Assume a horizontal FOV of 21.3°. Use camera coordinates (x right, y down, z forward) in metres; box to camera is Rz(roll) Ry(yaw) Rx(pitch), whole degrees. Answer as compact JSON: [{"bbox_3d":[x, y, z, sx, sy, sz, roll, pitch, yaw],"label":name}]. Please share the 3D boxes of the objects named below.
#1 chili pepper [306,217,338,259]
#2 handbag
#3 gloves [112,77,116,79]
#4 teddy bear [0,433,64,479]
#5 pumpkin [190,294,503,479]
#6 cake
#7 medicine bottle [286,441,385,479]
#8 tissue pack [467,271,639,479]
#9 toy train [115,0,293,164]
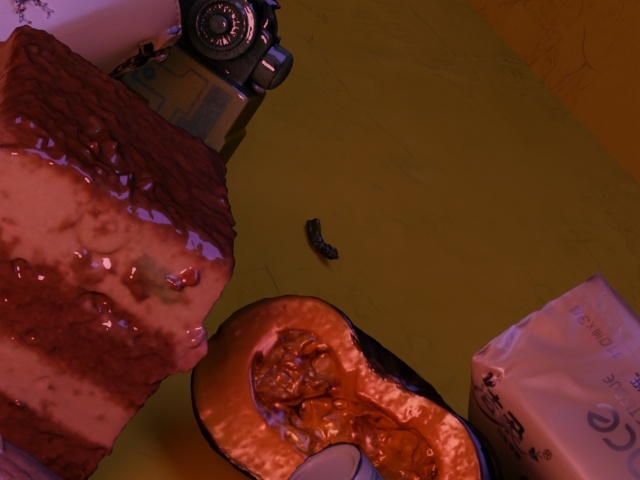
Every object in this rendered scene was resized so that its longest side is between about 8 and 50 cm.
[{"bbox_3d":[0.000,0.000,2.189,0.027,0.022,0.083,20,27,-38],"label":"chili pepper"},{"bbox_3d":[-0.345,-0.238,1.747,0.358,0.160,0.237,-28,74,-40],"label":"handbag"},{"bbox_3d":[-0.284,-0.189,2.003,0.064,0.086,0.026,41,-15,4],"label":"gloves"},{"bbox_3d":[-0.201,0.254,1.245,0.267,0.151,0.236,40,25,-1],"label":"teddy bear"},{"bbox_3d":[0.024,0.223,1.642,0.325,0.242,0.232,45,-7,21],"label":"pumpkin"},{"bbox_3d":[-0.236,0.012,1.461,0.255,0.290,0.282,34,21,-21],"label":"cake"},{"bbox_3d":[0.119,0.353,1.472,0.426,0.108,0.108,53,19,-19],"label":"medicine bottle"},{"bbox_3d":[0.339,0.290,1.824,0.405,0.205,0.332,51,-18,25],"label":"tissue pack"},{"bbox_3d":[-0.219,-0.262,2.061,0.369,0.237,0.150,36,14,4],"label":"toy train"}]
